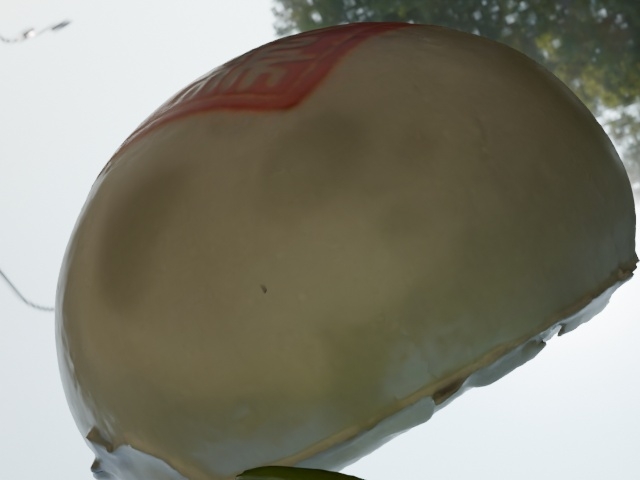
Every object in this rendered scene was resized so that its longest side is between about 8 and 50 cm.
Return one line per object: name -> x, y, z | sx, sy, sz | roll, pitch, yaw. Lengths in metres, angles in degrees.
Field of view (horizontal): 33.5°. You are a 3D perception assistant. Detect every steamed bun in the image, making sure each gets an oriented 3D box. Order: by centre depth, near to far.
steamed bun -> 0.000, 0.000, 0.670 | 0.374, 0.241, 0.374 | -28, 174, -3

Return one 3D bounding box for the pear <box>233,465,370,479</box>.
pear -> 0.051, 0.233, 0.343 | 0.139, 0.239, 0.288 | -1, -113, 9
